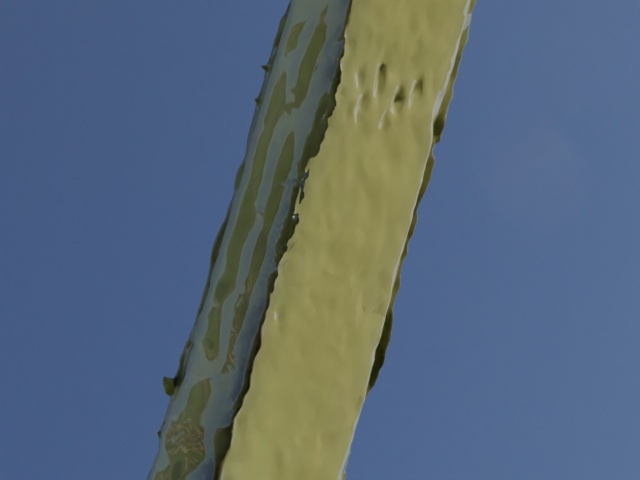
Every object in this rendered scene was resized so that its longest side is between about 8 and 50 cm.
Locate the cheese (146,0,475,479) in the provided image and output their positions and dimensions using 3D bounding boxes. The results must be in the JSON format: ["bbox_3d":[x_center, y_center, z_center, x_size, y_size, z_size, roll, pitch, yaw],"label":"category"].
[{"bbox_3d":[-0.001,0.000,0.617,0.085,0.034,0.400,17,-91,-59],"label":"cheese"}]
